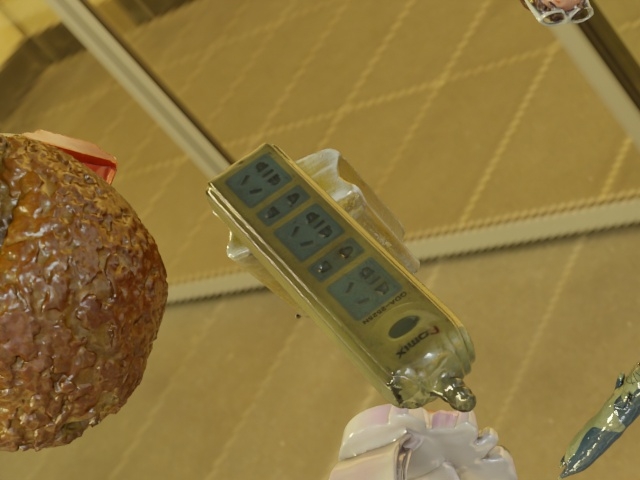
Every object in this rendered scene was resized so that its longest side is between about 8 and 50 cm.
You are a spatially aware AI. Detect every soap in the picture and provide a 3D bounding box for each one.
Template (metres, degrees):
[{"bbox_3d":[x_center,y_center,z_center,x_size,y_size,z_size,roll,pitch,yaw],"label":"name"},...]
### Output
[{"bbox_3d":[0.000,0.000,1.670,0.174,0.274,0.089,-25,65,10],"label":"soap"}]

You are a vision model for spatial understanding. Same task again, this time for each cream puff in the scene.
[{"bbox_3d":[-0.296,0.050,1.218,0.303,0.303,0.212,-35,2,15],"label":"cream puff"}]

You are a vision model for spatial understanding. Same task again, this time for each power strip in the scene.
[{"bbox_3d":[0.019,0.032,1.275,0.092,0.066,0.387,-35,50,-12],"label":"power strip"}]

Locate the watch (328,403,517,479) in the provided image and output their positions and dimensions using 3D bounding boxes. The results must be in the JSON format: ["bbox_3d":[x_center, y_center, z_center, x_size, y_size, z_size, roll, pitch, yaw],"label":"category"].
[{"bbox_3d":[0.134,0.332,1.680,0.196,0.244,0.231,-26,39,25],"label":"watch"}]

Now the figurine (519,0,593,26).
[{"bbox_3d":[0.308,-0.386,1.731,0.175,0.240,0.115,-13,50,-19],"label":"figurine"}]

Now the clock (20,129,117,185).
[{"bbox_3d":[-0.309,-0.047,1.576,0.061,0.113,0.155,-105,35,-55],"label":"clock"}]

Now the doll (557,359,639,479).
[{"bbox_3d":[0.215,0.133,1.023,0.125,0.027,0.037,-53,7,26],"label":"doll"}]

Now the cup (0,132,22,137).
[{"bbox_3d":[-0.471,-0.035,2.024,0.234,0.258,0.186,11,31,40],"label":"cup"}]
